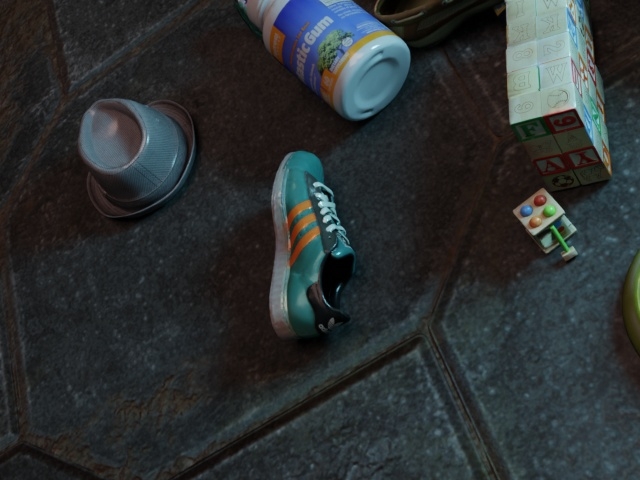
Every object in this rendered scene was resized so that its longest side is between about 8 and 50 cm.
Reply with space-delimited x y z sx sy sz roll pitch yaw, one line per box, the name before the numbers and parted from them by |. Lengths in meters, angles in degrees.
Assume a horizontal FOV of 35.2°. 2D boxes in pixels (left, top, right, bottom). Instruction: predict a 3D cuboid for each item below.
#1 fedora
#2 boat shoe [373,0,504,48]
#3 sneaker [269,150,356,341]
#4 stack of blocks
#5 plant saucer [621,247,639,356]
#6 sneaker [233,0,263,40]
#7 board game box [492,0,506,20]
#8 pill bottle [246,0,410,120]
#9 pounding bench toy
fedora | -0.352 -0.172 1.815 0.244 0.124 0.275 -39 49 6
boat shoe | 0.213 -0.410 1.534 0.324 0.120 0.122 -38 55 36
sneaker | 0.000 0.000 1.504 0.121 0.108 0.302 -11 66 27
stack of blocks | 0.324 -0.240 1.388 0.087 0.171 0.297 -12 56 27
plant saucer | 0.464 0.059 1.184 0.241 0.037 0.240 -16 62 33
sneaker | -0.066 -0.396 1.806 0.098 0.083 0.223 -40 59 -7
board game box | 0.299 -0.483 1.582 0.165 0.042 0.243 -44 51 33
pill bottle | 0.003 -0.325 1.627 0.152 0.152 0.272 -47 61 0
pounding bench toy | 0.305 -0.017 1.337 0.052 0.065 0.083 -39 49 7
